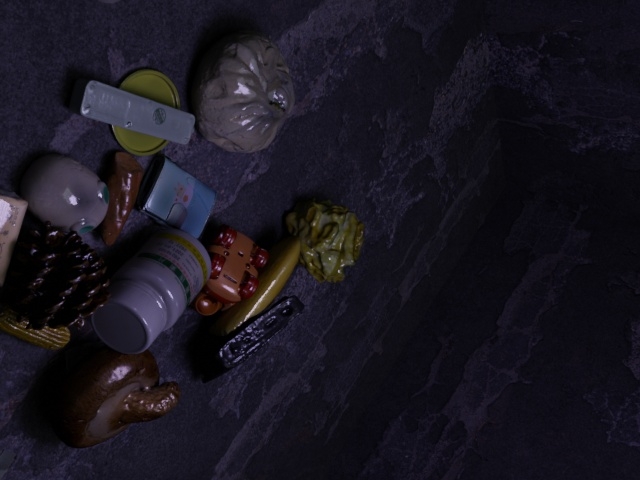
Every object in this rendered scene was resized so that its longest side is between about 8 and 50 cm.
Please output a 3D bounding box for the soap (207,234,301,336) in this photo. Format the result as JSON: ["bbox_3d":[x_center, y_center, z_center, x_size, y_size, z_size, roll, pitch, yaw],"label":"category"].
[{"bbox_3d":[-0.201,0.160,2.342,0.427,0.115,0.306,-54,-174,-14],"label":"soap"}]

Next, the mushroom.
[{"bbox_3d":[-0.585,0.423,1.925,0.345,0.239,0.346,-18,121,-32],"label":"mushroom"}]

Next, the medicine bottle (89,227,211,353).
[{"bbox_3d":[-0.454,0.135,1.900,0.340,0.208,0.208,-60,152,-54],"label":"medicine bottle"}]

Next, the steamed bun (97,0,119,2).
[{"bbox_3d":[-0.475,-0.662,1.531,0.383,0.247,0.236,-35,153,-41],"label":"steamed bun"}]

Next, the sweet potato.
[{"bbox_3d":[-0.535,-0.107,1.853,0.097,0.097,0.252,10,97,-56],"label":"sweet potato"}]

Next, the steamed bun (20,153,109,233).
[{"bbox_3d":[-0.608,-0.105,1.715,0.177,0.130,0.228,-61,144,-17],"label":"steamed bun"}]

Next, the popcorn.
[{"bbox_3d":[0.015,-0.005,2.512,0.312,0.312,0.313,-30,130,-45],"label":"popcorn"}]

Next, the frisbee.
[{"bbox_3d":[-0.470,-0.343,1.893,0.236,0.017,0.236,-31,131,-45],"label":"frisbee"}]

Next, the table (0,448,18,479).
[{"bbox_3d":[-0.843,0.560,1.700,0.175,0.146,0.062,-58,146,-19],"label":"table"}]

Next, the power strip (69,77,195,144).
[{"bbox_3d":[-0.470,-0.328,1.828,0.385,0.062,0.091,9,99,-56],"label":"power strip"}]

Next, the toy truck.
[{"bbox_3d":[-0.312,0.105,2.222,0.189,0.239,0.265,34,48,-20],"label":"toy truck"}]

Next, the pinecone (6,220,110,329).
[{"bbox_3d":[-0.626,0.092,1.675,0.243,0.243,0.257,-7,73,-54],"label":"pinecone"}]

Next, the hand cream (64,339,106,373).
[{"bbox_3d":[-0.608,0.312,2.004,0.256,0.050,0.084,-12,116,-43],"label":"hand cream"}]

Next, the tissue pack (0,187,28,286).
[{"bbox_3d":[-0.771,-0.015,1.562,0.186,0.090,0.223,11,95,-53],"label":"tissue pack"}]

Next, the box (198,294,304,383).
[{"bbox_3d":[-0.235,0.324,2.316,0.359,0.091,0.350,-36,178,-28],"label":"box"}]

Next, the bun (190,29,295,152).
[{"bbox_3d":[-0.208,-0.425,2.055,0.359,0.210,0.360,-28,127,-45],"label":"bun"}]

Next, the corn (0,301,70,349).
[{"bbox_3d":[-0.724,0.215,1.761,0.238,0.080,0.080,42,72,-52],"label":"corn"}]

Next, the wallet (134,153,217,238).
[{"bbox_3d":[-0.415,-0.120,2.036,0.250,0.074,0.176,38,71,-55],"label":"wallet"}]
